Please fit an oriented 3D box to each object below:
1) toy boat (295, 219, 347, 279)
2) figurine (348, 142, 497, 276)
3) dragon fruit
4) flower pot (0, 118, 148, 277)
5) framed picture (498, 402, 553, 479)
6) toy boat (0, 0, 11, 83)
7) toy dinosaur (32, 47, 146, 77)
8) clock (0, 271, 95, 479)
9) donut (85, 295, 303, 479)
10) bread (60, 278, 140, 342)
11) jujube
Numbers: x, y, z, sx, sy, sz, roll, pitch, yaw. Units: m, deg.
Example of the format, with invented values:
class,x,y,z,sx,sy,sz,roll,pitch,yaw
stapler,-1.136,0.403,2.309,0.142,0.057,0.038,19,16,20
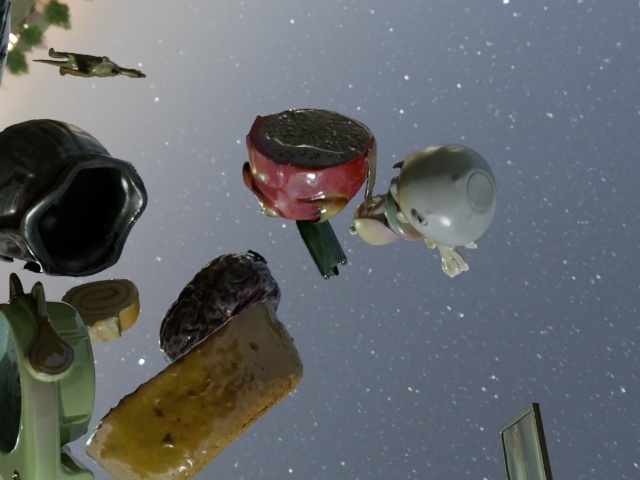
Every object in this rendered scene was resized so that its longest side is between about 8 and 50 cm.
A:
class,x,y,z,sx,sy,sz,roll,pitch,yaw
toy boat,0.000,0.000,1.504,0.104,0.210,0.052,-37,-165,-35
figurine,0.199,-0.042,1.226,0.226,0.275,0.394,-30,-171,-32
dragon fruit,-0.030,-0.147,1.238,0.291,0.290,0.189,-107,-161,-53
flower pot,-0.497,-0.063,1.086,0.213,0.302,0.302,27,-104,19
framed picture,0.455,0.530,1.276,0.213,0.016,0.289,102,-9,-57
toy boat,-0.391,-0.172,0.585,0.122,0.114,0.296,108,-24,-44
toy dinosaur,-0.368,-0.277,0.927,0.162,0.126,0.039,22,-71,45
clock,-0.475,0.232,0.973,0.286,0.117,0.349,6,-85,46
donut,-0.133,0.196,0.697,0.277,0.108,0.277,-40,170,-8
bread,-0.433,0.142,1.151,0.149,0.073,0.122,-7,-136,-16
jujube,-0.229,0.174,1.341,0.226,0.226,0.317,0,-129,50
